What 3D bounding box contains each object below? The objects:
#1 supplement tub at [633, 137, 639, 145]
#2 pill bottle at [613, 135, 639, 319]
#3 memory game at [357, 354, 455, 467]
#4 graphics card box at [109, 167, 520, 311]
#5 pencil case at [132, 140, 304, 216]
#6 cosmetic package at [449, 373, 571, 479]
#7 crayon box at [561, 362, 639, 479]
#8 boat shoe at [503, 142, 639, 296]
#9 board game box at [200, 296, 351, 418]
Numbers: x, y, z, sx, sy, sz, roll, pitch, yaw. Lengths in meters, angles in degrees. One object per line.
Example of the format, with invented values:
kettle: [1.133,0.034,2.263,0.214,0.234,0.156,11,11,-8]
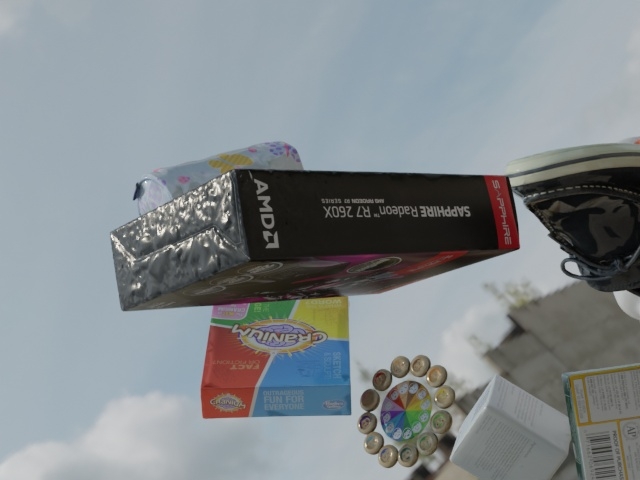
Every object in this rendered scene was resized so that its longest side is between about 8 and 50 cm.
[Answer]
supplement tub: [0.731,-0.155,2.024,0.338,0.207,0.207,-19,-1,41]
pill bottle: [0.666,0.011,2.282,0.229,0.407,0.229,-7,-38,-5]
memory game: [0.132,0.265,1.814,0.186,0.186,0.012,-50,-46,11]
graphics card box: [0.000,0.000,1.200,0.371,0.094,0.233,0,-14,-41]
pencil case: [-0.151,-0.073,1.801,0.273,0.113,0.124,-20,-38,-36]
cosmetic package: [0.378,0.393,2.282,0.151,0.184,0.151,-61,-5,24]
crayon box: [0.582,0.301,1.930,0.323,0.203,0.083,-8,-4,3]
boat shoe: [0.414,-0.015,1.576,0.187,0.156,0.500,-11,-20,35]
board game box: [-0.068,0.176,1.958,0.242,0.316,0.064,-2,-60,1]
